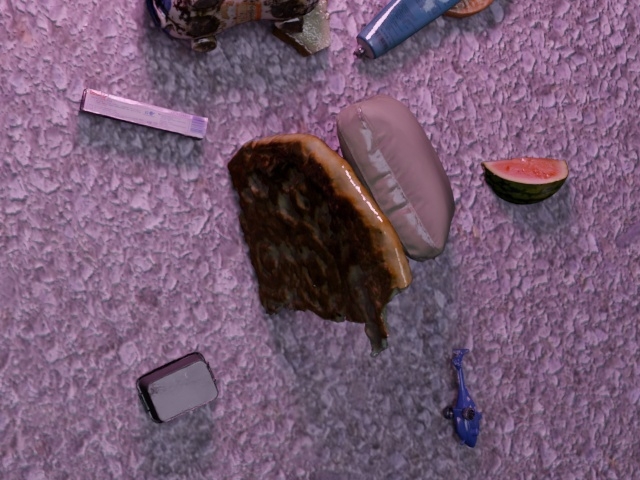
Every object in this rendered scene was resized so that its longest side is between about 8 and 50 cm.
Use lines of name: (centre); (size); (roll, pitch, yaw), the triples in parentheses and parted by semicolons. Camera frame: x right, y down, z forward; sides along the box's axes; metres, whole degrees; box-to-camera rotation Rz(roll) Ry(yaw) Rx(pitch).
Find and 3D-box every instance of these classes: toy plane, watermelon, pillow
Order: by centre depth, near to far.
pillow: (0.121, -0.104, 1.628); (0.120, 0.322, 0.255); (-27, 96, 15)
toy plane: (0.243, 0.267, 1.780); (0.062, 0.054, 0.167); (-11, 92, -42)
watermelon: (0.361, -0.094, 1.831); (0.163, 0.087, 0.069); (-2, 125, -14)

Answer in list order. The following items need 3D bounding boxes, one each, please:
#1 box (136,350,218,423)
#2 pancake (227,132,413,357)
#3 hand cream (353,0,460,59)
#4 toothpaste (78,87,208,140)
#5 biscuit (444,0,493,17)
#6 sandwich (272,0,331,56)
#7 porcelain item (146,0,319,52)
box: (-0.217, 0.228, 1.628); (0.122, 0.069, 0.084); (-25, 93, -16)
pancake: (-0.001, -0.006, 1.556); (0.067, 0.427, 0.305); (-15, 108, -33)
hand cream: (0.144, -0.380, 1.761); (0.224, 0.048, 0.083); (-39, 100, -7)
toothpaste: (-0.274, -0.196, 1.641); (0.196, 0.047, 0.040); (12, 88, -16)
biscuit: (0.212, -0.523, 1.801); (0.202, 0.044, 0.288); (-30, 95, -9)
sandwich: (-0.016, -0.356, 1.731); (0.093, 0.036, 0.105); (32, 78, -12)
porcelain item: (-0.134, -0.413, 1.644); (0.288, 0.138, 0.186); (-14, 64, -11)
